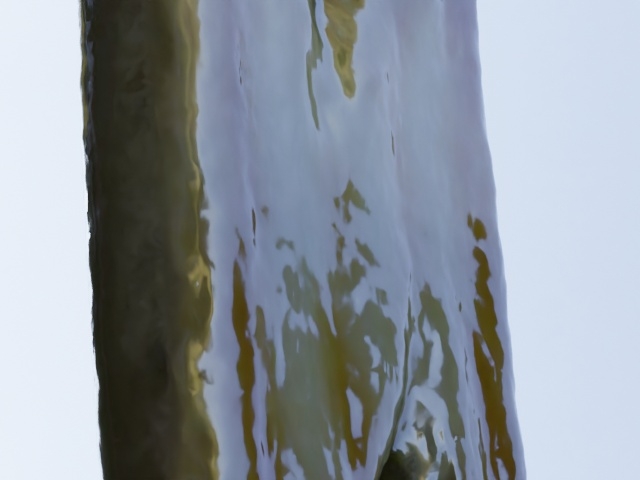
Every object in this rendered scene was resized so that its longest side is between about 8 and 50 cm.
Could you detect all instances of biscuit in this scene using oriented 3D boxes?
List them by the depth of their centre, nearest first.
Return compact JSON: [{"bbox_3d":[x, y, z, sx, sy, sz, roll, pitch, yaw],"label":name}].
[{"bbox_3d":[0.000,0.000,0.538,0.062,0.237,0.290,-12,-102,30],"label":"biscuit"}]
